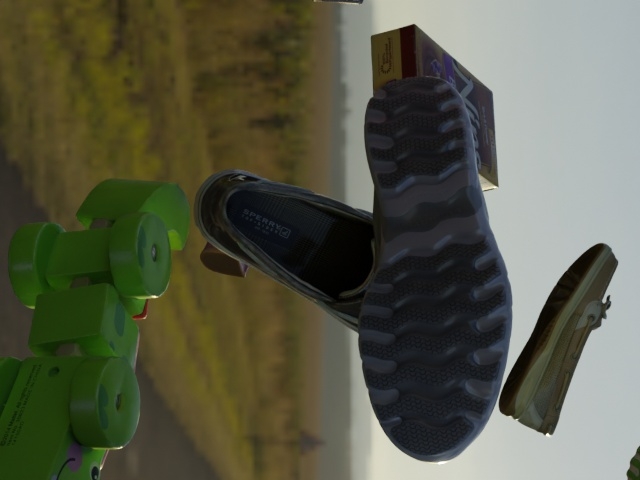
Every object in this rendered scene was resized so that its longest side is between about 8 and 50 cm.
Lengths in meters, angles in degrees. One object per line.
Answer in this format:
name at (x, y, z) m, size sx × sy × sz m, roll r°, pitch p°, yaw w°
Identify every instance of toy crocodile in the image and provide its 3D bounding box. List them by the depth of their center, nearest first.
toy crocodile at (-0.176, 0.080, 1.244) m, size 0.105 × 0.115 × 0.340 m, roll 64°, pitch 28°, yaw -44°

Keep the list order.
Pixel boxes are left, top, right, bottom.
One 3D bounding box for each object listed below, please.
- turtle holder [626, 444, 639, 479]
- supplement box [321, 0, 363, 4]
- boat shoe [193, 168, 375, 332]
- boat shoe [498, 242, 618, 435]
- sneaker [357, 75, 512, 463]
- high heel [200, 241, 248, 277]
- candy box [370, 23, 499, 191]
turtle holder at (0.483, 0.242, 1.734) m, size 0.243 × 0.320 × 0.227 m, roll -25°, pitch -98°, yaw 59°
supplement box at (0.045, -0.406, 1.980) m, size 0.239 × 0.073 × 0.130 m, roll 119°, pitch -33°, yaw -48°
boat shoe at (0.035, 0.032, 1.609) m, size 0.119 × 0.335 × 0.121 m, roll -146°, pitch -103°, yaw -77°
boat shoe at (0.192, 0.075, 1.295) m, size 0.153 × 0.048 × 0.056 m, roll -62°, pitch -173°, yaw -2°
sneaker at (0.088, 0.027, 1.194) m, size 0.115 × 0.105 × 0.281 m, roll 64°, pitch 25°, yaw -62°
high heel at (0.000, 0.000, 1.783) m, size 0.082 × 0.244 × 0.117 m, roll 75°, pitch 30°, yaw -47°
candy box at (0.113, -0.123, 1.632) m, size 0.186 × 0.053 × 0.109 m, roll 30°, pitch 54°, yaw -58°
